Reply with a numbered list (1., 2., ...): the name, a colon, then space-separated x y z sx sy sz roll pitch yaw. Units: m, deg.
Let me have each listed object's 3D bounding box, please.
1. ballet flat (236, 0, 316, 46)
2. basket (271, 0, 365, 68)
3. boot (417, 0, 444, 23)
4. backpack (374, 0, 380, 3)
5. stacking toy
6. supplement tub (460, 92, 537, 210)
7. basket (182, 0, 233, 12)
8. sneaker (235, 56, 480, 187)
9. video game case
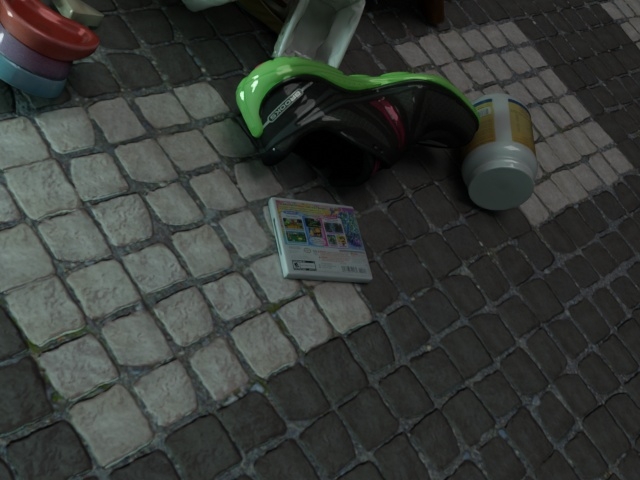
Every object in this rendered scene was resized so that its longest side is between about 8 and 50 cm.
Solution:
1. ballet flat: -0.061 -0.423 1.489 0.232 0.073 0.080 35 44 -7
2. basket: -0.010 -0.381 1.421 0.113 0.167 0.103 23 4 -18
3. boot: 0.220 -0.653 1.716 0.096 0.280 0.264 -26 73 2
4. backpack: 0.075 -0.627 1.604 0.191 0.253 0.225 -35 80 -7
5. stacking toy: -0.486 -0.329 1.153 0.309 0.130 0.279 33 20 -13
6. supplement tub: 0.345 -0.173 1.524 0.144 0.144 0.199 22 49 -19
7. basket: -0.122 -0.605 1.311 0.266 0.331 0.328 49 58 -34
8. sneaker: 0.075 -0.187 1.367 0.483 0.185 0.202 -2 78 -31
9. video game case: 0.000 0.000 1.258 0.157 0.019 0.143 5 55 -30
